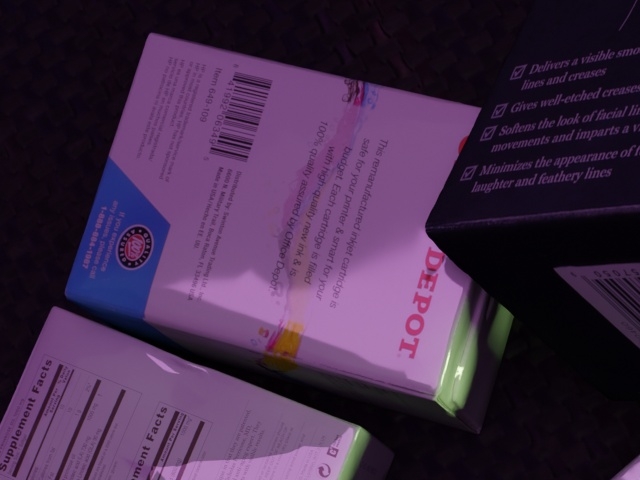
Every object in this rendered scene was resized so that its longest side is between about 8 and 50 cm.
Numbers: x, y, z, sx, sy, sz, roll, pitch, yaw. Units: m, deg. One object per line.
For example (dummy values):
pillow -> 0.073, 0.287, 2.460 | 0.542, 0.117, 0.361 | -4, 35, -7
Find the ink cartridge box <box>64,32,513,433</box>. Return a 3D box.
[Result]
ink cartridge box -> 0.000, 0.000, 1.365 | 0.270, 0.197, 0.198 | 15, 80, 16

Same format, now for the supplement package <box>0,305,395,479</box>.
supplement package -> -0.092, 0.160, 1.380 | 0.244, 0.139, 0.134 | 20, 81, 18

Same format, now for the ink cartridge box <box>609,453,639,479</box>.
ink cartridge box -> 0.267, 0.188, 1.297 | 0.176, 0.128, 0.127 | -42, 72, 1

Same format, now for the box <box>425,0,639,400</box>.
box -> 0.297, -0.115, 1.203 | 0.293, 0.212, 0.395 | -4, 52, 52
